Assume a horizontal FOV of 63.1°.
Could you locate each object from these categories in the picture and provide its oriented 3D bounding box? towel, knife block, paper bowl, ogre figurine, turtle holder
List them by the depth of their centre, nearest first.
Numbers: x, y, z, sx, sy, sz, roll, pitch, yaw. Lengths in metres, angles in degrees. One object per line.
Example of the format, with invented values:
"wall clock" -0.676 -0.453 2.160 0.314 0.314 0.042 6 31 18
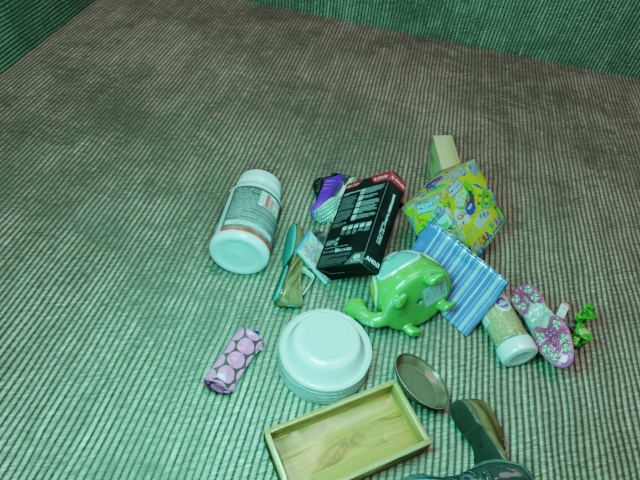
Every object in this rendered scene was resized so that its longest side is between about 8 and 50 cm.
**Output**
"paper bowl" 0.014 0.331 1.570 0.284 0.148 0.284 3 48 -3
"turtle holder" 0.262 0.176 1.716 0.243 0.320 0.227 30 14 -40
"ogre figurine" 0.847 0.300 1.730 0.097 0.118 0.197 18 49 3
"towel" 0.433 0.125 1.763 0.336 0.243 0.040 43 26 28
"knife block" 0.530 -0.281 2.144 0.088 0.276 0.242 -3 19 -11

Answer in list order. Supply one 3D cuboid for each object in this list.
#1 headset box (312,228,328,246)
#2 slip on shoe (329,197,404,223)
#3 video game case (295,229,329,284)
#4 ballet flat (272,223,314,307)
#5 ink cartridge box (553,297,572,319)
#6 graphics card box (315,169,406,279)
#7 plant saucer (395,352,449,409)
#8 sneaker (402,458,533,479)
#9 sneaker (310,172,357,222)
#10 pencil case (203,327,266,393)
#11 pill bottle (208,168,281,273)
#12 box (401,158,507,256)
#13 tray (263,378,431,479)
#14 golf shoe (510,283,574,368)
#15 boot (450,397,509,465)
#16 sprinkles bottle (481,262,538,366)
"headset box" 0.000 0.000 1.946 0.083 0.032 0.062 25 49 17
"slip on shoe" 0.188 -0.128 2.039 0.331 0.123 0.101 -20 71 -22
"video game case" -0.012 0.057 1.826 0.166 0.015 0.119 50 40 -17
"ballet flat" -0.077 0.093 1.811 0.124 0.116 0.342 22 46 -15
"ink cartridge box" 0.836 0.245 1.815 0.029 0.063 0.115 31 51 17
"graphics card box" 0.140 -0.050 1.795 0.094 0.233 0.371 38 59 -31
"plant saucer" 0.294 0.425 1.552 0.198 0.036 0.198 28 26 -15
"sneaker" 0.365 0.637 1.290 0.340 0.139 0.125 -13 81 4
"sneaker" 0.018 -0.181 2.078 0.146 0.102 0.293 26 45 21
"pencil case" -0.252 0.359 1.548 0.098 0.095 0.209 33 52 1
"pill bottle" -0.252 -0.076 1.861 0.210 0.210 0.363 9 47 1
"box" 0.497 -0.097 1.915 0.290 0.177 0.279 -40 105 -36
"tray" 0.072 0.550 1.427 0.411 0.076 0.203 -15 52 -20
"golf shoe" 0.742 0.287 1.713 0.115 0.140 0.306 -30 48 17
"boot" 0.485 0.578 1.443 0.115 0.112 0.305 4 48 -33
"sprinkles bottle" 0.587 0.240 1.748 0.121 0.121 0.355 -6 49 -13
